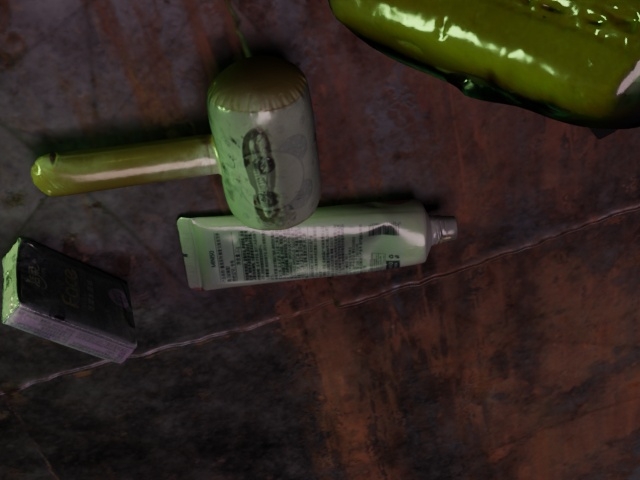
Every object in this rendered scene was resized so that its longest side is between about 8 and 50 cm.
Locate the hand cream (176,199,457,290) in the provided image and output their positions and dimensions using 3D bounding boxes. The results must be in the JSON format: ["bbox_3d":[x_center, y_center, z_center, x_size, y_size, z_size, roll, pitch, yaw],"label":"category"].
[{"bbox_3d":[0.000,0.000,1.216,0.340,0.078,0.124,-5,134,-2],"label":"hand cream"}]

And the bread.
[{"bbox_3d":[0.180,-0.247,0.833,0.208,0.376,0.251,-14,122,-44],"label":"bread"}]

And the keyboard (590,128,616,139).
[{"bbox_3d":[0.400,-0.200,1.180,0.196,0.015,0.074,-38,127,17],"label":"keyboard"}]

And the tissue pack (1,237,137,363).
[{"bbox_3d":[-0.292,0.073,1.146,0.156,0.112,0.051,26,119,-34],"label":"tissue pack"}]

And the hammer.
[{"bbox_3d":[-0.155,-0.086,1.057,0.305,0.113,0.202,-9,131,-2],"label":"hammer"}]
